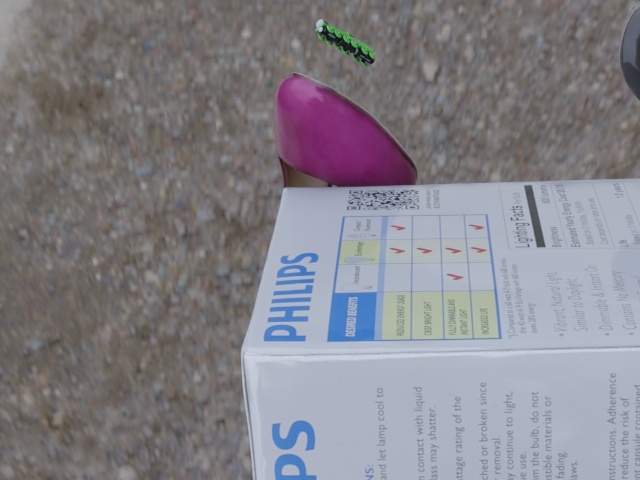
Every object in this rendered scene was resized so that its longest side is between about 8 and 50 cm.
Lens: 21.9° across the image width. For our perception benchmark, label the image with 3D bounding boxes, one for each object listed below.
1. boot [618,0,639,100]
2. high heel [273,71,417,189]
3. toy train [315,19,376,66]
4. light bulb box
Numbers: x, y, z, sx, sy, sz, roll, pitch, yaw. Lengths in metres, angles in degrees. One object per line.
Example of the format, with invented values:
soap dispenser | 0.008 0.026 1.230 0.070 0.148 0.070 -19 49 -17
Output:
boot | 0.423 -0.167 1.476 0.377 0.284 0.138 9 112 -7
high heel | 0.000 0.000 1.478 0.127 0.377 0.181 29 75 27
toy train | 0.025 -0.197 1.645 0.017 0.083 0.024 -39 49 24
light bulb box | 0.140 0.109 1.250 0.361 0.358 0.225 -2 110 4
